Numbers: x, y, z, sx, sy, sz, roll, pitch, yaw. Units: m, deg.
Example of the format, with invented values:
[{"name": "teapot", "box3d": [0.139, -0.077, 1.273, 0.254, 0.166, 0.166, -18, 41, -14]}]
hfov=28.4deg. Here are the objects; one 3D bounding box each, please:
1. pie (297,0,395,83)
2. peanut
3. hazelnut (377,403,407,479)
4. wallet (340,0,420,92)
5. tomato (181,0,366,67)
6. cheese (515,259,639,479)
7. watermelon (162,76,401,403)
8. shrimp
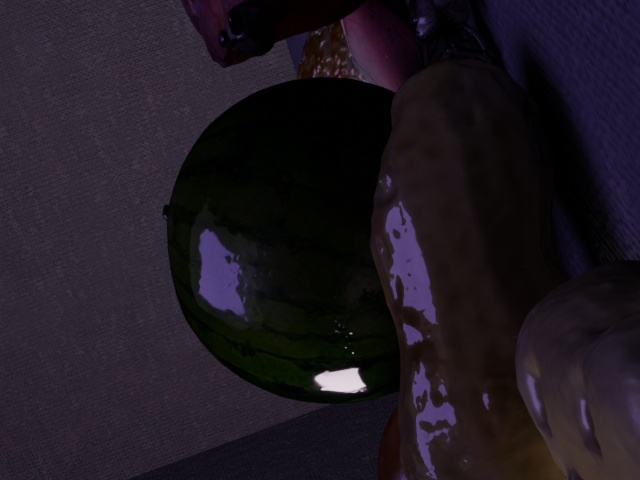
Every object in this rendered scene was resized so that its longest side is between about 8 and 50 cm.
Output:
[{"name": "pie", "box3d": [0.047, -0.146, 1.193, 0.205, 0.084, 0.179, 68, 152, 20]}, {"name": "peanut", "box3d": [0.096, 0.035, 0.751, 0.130, 0.130, 0.290, 87, 174, -84]}, {"name": "hazelnut", "box3d": [0.130, 0.151, 0.870, 0.182, 0.182, 0.182, 160, 90, -88]}, {"name": "wallet", "box3d": [0.074, -0.126, 0.996, 0.232, 0.025, 0.119, 52, 168, 42]}, {"name": "tomato", "box3d": [-0.038, -0.287, 0.901, 0.335, 0.176, 0.290, 159, 89, -82]}, {"name": "cheese", "box3d": [0.158, 0.097, 0.563, 0.263, 0.093, 0.159, -146, 35, -86]}, {"name": "watermelon", "box3d": [0.005, 0.001, 0.926, 0.242, 0.242, 0.242, 160, 90, -88]}, {"name": "shrimp", "box3d": [0.096, -0.102, 0.846, 0.065, 0.056, 0.165, 146, 101, -82]}]
